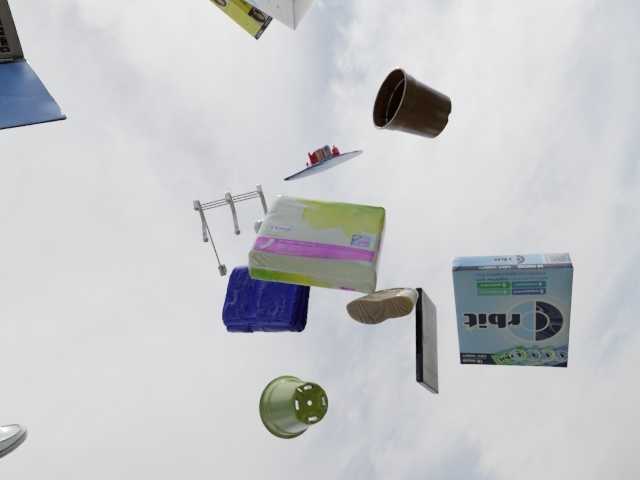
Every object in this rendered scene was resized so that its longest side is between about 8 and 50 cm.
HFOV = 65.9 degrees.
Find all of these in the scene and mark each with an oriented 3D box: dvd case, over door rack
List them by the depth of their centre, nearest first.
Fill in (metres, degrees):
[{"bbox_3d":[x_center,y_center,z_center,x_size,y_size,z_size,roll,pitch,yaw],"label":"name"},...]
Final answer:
[{"bbox_3d":[0.292,0.276,1.350,0.180,0.022,0.253,45,-136,-54],"label":"dvd case"},{"bbox_3d":[-0.272,-0.017,1.693,0.239,0.108,0.325,-13,-55,0],"label":"over door rack"}]

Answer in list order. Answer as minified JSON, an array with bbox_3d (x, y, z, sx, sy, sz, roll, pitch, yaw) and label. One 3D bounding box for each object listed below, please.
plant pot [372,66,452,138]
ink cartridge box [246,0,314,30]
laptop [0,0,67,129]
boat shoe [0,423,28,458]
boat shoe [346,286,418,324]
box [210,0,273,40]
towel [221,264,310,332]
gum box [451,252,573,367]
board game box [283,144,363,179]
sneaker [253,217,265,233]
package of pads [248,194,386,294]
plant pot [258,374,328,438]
[{"bbox_3d":[0.252,-0.357,1.335,0.165,0.167,0.167,14,-78,-22],"label":"plant pot"},{"bbox_3d":[-0.079,-0.567,0.954,0.168,0.171,0.233,-58,1,-2],"label":"ink cartridge box"},{"bbox_3d":[-0.804,-0.423,1.007,0.381,0.236,0.409,-23,-65,-38],"label":"laptop"},{"bbox_3d":[-0.783,0.464,1.126,0.226,0.083,0.076,-15,-60,-60],"label":"boat shoe"},{"bbox_3d":[0.130,0.133,1.027,0.059,0.170,0.063,-36,-73,-46],"label":"boat shoe"},{"bbox_3d":[-0.237,-0.661,1.344,0.232,0.058,0.087,36,-122,-18],"label":"box"},{"bbox_3d":[-0.176,0.176,1.551,0.076,0.307,0.228,28,-119,-53],"label":"towel"},{"bbox_3d":[0.281,0.107,0.729,0.041,0.156,0.185,-66,-33,-55],"label":"gum box"},{"bbox_3d":[0.002,-0.163,0.985,0.133,0.168,0.033,-21,-88,-52],"label":"board game box"},{"bbox_3d":[-0.172,-0.083,1.856,0.232,0.090,0.116,-9,-96,-54],"label":"sneaker"},{"bbox_3d":[0.000,0.000,1.167,0.229,0.296,0.101,-72,-15,-46],"label":"package of pads"},{"bbox_3d":[-0.029,0.214,0.645,0.083,0.083,0.079,-27,-7,-33],"label":"plant pot"}]
